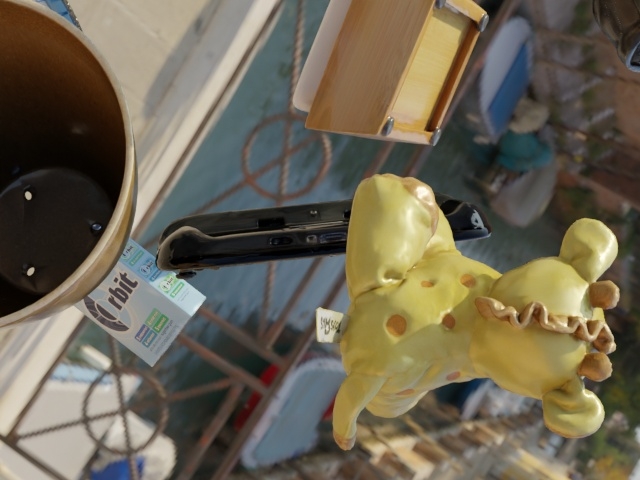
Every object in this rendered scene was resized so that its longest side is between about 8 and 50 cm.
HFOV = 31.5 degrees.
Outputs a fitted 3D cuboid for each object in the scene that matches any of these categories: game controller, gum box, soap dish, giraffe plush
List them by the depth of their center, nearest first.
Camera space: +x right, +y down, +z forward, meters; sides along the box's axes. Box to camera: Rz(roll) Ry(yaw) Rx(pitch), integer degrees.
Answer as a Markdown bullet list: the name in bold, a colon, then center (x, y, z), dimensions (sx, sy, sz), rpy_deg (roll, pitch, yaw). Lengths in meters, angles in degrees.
- **giraffe plush**: center (0.105, 0.049, 0.736), dimensions (0.210, 0.171, 0.181), rpy_deg (-35, 126, -72)
- **game controller**: center (0.000, 0.000, 1.098), dimensions (0.166, 0.319, 0.067), rpy_deg (-136, -140, -77)
- **soap dish**: center (0.095, -0.225, 1.375), dimensions (0.228, 0.118, 0.291), rpy_deg (-68, 162, 10)
- **gum box**: center (-0.253, 0.062, 1.450), dimensions (0.041, 0.184, 0.157), rpy_deg (-54, -177, -39)

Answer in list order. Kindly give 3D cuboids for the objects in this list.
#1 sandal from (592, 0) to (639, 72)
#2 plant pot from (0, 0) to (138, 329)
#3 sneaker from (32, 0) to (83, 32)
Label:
- **sandal**: center (0.273, -0.231, 0.893), dimensions (0.167, 0.107, 0.445), rpy_deg (-53, 136, -13)
- **plant pot**: center (-0.237, -0.030, 0.868), dimensions (0.237, 0.237, 0.254), rpy_deg (-56, 172, -9)
- **sneaker**: center (-0.277, -0.221, 1.016), dimensions (0.083, 0.071, 0.190), rpy_deg (-32, 124, -4)
